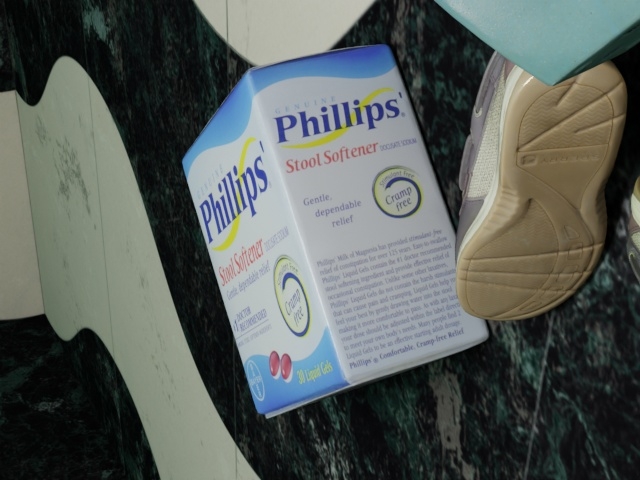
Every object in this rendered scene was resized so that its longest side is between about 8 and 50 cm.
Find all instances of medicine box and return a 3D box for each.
[{"bbox_3d":[0.000,0.000,1.133,0.263,0.149,0.289,-37,70,66],"label":"medicine box"}]

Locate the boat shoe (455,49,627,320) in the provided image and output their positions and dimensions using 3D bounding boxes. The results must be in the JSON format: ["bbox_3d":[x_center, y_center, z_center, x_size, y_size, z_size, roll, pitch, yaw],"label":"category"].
[{"bbox_3d":[0.149,-0.047,0.836,0.285,0.103,0.092,89,179,-52],"label":"boat shoe"}]

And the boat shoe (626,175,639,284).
[{"bbox_3d":[0.249,0.050,0.684,0.073,0.080,0.223,92,158,-46],"label":"boat shoe"}]

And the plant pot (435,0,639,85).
[{"bbox_3d":[0.122,-0.218,0.659,0.166,0.165,0.234,-39,82,42],"label":"plant pot"}]
